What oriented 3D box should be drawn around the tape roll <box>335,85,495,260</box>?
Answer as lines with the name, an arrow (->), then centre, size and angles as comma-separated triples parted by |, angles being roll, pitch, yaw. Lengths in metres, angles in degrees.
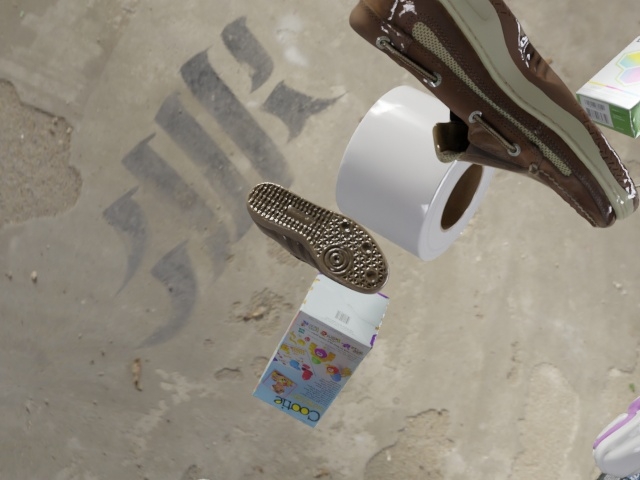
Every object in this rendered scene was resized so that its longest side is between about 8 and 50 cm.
tape roll -> 0.164, -0.110, 1.171 | 0.169, 0.246, 0.246 | 31, 63, 26

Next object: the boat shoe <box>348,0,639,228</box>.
boat shoe -> 0.120, -0.090, 0.498 | 0.095, 0.095, 0.257 | -39, 112, 18

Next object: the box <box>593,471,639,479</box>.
box -> 0.364, 0.346, 0.779 | 0.184, 0.045, 0.191 | 39, 80, 24

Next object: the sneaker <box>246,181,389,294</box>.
sneaker -> 0.000, 0.000, 0.801 | 0.188, 0.071, 0.066 | 37, 76, 18

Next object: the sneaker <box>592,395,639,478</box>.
sneaker -> 0.394, 0.169, 0.602 | 0.305, 0.114, 0.152 | -20, 70, 12

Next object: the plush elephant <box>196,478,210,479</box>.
plush elephant -> -0.275, 0.525, 0.969 | 0.255, 0.272, 0.330 | 7, 60, -33

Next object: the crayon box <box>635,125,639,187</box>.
crayon box -> 0.536, -0.134, 0.826 | 0.322, 0.203, 0.083 | -11, 89, -17

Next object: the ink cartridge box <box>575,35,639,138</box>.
ink cartridge box -> 0.525, -0.264, 1.133 | 0.209, 0.109, 0.062 | -40, 130, -8

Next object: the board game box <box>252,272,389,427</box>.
board game box -> -0.002, 0.204, 1.354 | 0.144, 0.275, 0.142 | 29, 40, 0
